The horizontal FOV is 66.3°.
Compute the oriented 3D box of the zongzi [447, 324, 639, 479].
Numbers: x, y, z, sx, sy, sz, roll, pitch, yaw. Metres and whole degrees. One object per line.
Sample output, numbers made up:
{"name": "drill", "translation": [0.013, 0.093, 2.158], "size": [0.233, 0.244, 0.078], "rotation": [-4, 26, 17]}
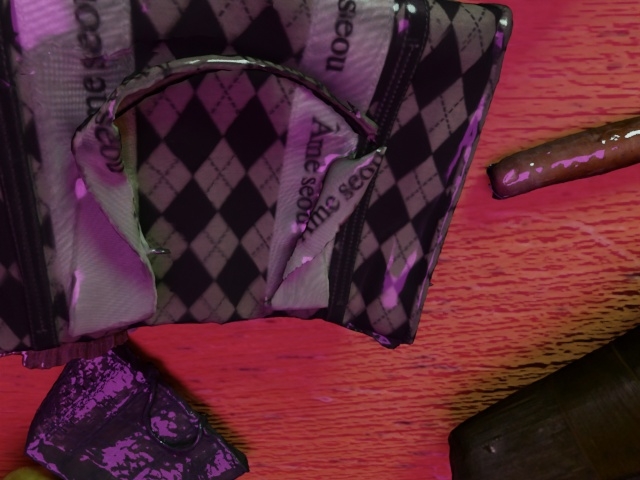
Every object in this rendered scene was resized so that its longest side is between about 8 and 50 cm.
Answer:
{"name": "zongzi", "translation": [0.395, 0.272, 0.534], "size": [0.403, 0.207, 0.432], "rotation": [-38, 116, 22]}

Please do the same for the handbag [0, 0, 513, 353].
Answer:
{"name": "handbag", "translation": [-0.087, -0.046, 0.388], "size": [0.417, 0.180, 0.316], "rotation": [-1, 114, -18]}

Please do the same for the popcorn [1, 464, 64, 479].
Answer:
{"name": "popcorn", "translation": [-0.381, 0.418, 0.626], "size": [0.252, 0.215, 0.286], "rotation": [-5, 127, 5]}

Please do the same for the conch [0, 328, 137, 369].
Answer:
{"name": "conch", "translation": [-0.315, 0.073, 0.514], "size": [0.246, 0.178, 0.162], "rotation": [13, 122, -20]}

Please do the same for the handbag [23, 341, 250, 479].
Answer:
{"name": "handbag", "translation": [-0.234, 0.247, 0.623], "size": [0.175, 0.088, 0.270], "rotation": [-42, 102, 9]}

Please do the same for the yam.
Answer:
{"name": "yam", "translation": [0.290, -0.093, 0.462], "size": [0.264, 0.046, 0.046], "rotation": [-16, 109, 9]}
